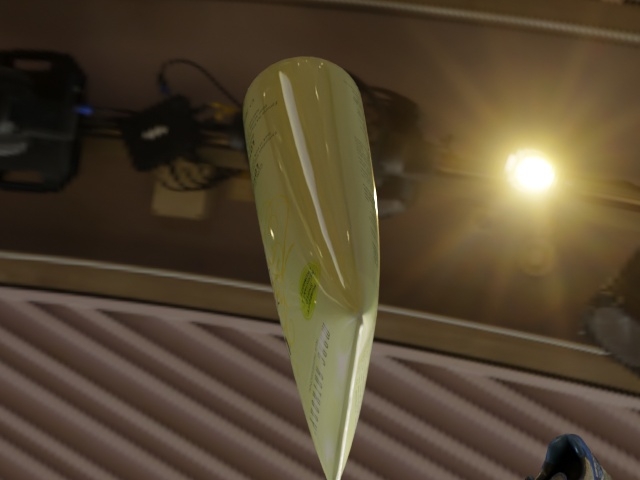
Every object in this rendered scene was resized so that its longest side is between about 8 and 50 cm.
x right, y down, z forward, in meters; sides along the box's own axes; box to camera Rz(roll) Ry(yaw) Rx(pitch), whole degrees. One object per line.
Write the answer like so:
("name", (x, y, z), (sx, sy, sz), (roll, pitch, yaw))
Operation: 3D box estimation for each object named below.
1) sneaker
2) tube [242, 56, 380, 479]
("sneaker", (0.128, 0.163, 1.020), (0.052, 0.135, 0.058), (-6, -55, 27))
("tube", (0.000, 0.000, 0.802), (0.062, 0.240, 0.070), (-32, -57, 16))
